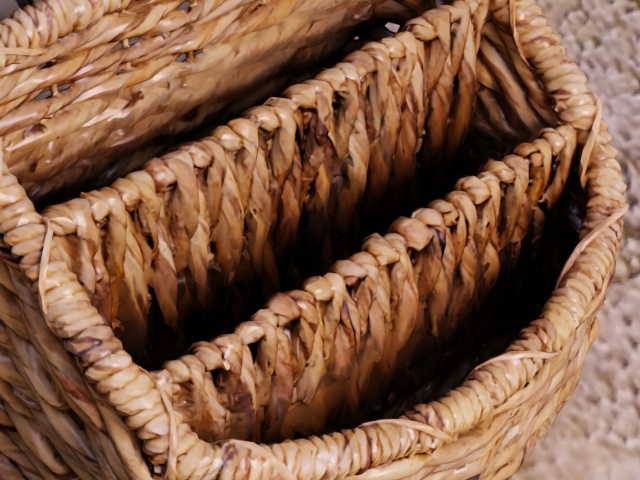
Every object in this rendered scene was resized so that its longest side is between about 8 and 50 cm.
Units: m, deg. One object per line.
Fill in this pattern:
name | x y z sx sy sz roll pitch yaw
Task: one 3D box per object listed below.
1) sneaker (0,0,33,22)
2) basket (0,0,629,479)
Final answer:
sneaker | -0.243 -0.172 1.141 0.081 0.080 0.211 -40 50 -18
basket | 0.000 0.000 0.860 0.299 0.223 0.213 -29 53 -34
